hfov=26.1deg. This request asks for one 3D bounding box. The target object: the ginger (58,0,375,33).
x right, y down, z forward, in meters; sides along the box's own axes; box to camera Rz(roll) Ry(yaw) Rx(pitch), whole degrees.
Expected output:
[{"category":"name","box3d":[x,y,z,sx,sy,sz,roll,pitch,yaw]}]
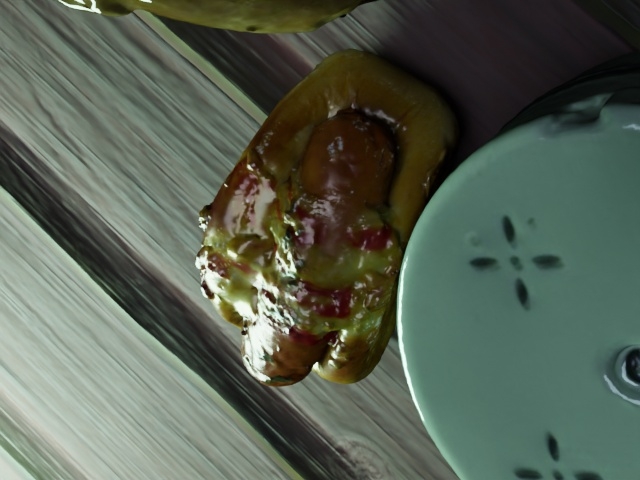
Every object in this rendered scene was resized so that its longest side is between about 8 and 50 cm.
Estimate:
[{"category":"ginger","box3d":[-0.081,-0.244,0.915,0.269,0.223,0.200,20,115,24]}]

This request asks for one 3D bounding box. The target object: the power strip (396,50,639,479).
[{"category":"power strip","box3d":[0.230,0.062,0.892,0.357,0.161,0.358,13,118,27]}]

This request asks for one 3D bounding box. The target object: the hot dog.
[{"category":"hot dog","box3d":[0.000,0.000,1.006,0.150,0.153,0.257,27,121,17]}]
